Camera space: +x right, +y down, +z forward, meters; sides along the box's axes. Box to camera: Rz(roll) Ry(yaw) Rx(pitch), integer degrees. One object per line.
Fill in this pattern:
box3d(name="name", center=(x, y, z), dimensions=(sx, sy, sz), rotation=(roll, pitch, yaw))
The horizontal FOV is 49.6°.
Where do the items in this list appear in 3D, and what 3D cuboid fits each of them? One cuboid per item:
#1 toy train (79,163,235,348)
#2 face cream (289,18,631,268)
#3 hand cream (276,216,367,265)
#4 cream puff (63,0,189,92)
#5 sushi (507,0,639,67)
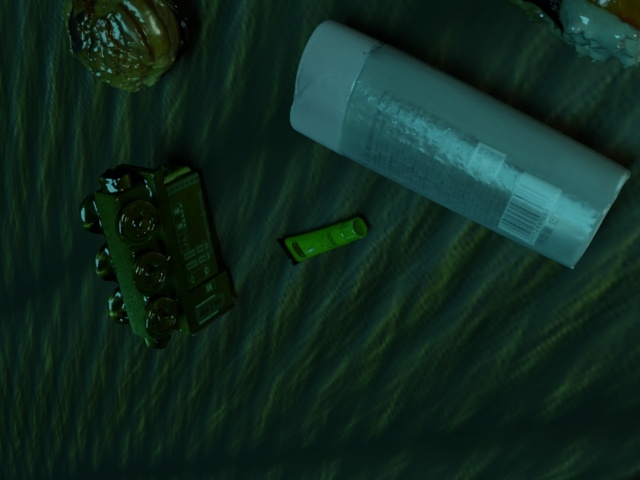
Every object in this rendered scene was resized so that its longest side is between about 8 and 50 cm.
box3d(name="toy train", center=(-0.184, 0.012, 0.798), dimensions=(0.090, 0.137, 0.225), rotation=(14, 123, 36))
box3d(name="face cream", center=(0.100, -0.079, 0.555), dimensions=(0.269, 0.073, 0.107), rotation=(30, 129, 18))
box3d(name="hand cream", center=(0.000, 0.000, 0.726), dimensions=(0.122, 0.023, 0.036), rotation=(-18, 111, 48))
box3d(name="cream puff", center=(-0.193, -0.206, 0.677), dimensions=(0.119, 0.104, 0.133), rotation=(35, 136, 4))
box3d(name="sushi", center=(0.153, -0.179, 0.428), dimensions=(0.226, 0.097, 0.103), rotation=(47, 133, 22))
